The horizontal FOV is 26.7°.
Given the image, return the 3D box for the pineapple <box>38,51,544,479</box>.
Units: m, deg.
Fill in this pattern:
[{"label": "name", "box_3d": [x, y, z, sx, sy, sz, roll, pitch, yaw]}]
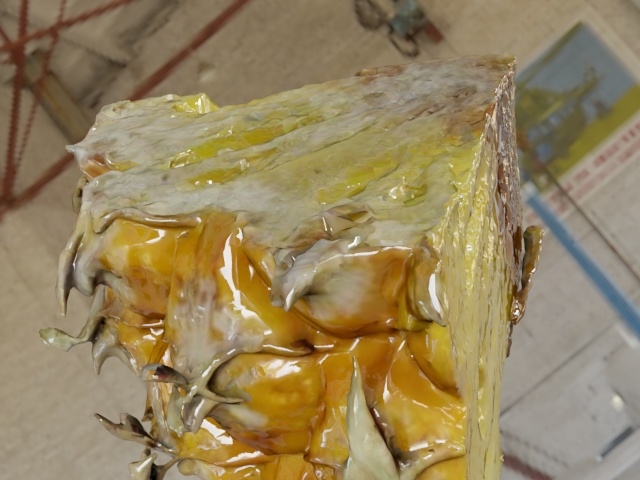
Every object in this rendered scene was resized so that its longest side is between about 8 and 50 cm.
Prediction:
[{"label": "pineapple", "box_3d": [0.000, 0.000, 0.464, 0.186, 0.236, 0.115, -20, -55, -21]}]
